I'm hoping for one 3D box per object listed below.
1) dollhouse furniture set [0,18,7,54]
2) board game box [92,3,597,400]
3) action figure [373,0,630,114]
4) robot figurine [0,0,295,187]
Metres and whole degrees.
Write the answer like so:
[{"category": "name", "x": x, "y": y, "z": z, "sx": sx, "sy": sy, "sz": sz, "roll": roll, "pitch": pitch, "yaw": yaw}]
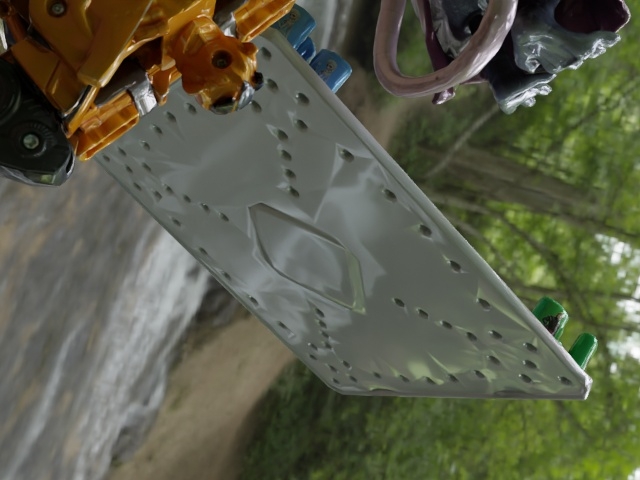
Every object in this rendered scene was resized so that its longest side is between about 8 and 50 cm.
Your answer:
[{"category": "dollhouse furniture set", "x": -0.281, "y": -0.150, "z": 0.578, "sx": 0.151, "sy": 0.123, "sz": 0.144, "roll": -66, "pitch": 153, "yaw": -49}, {"category": "board game box", "x": 0.000, "y": 0.000, "z": 0.842, "sx": 0.050, "sy": 0.390, "sz": 0.390, "roll": -53, "pitch": -161, "yaw": -26}, {"category": "action figure", "x": 0.082, "y": -0.277, "z": 0.702, "sx": 0.248, "sy": 0.276, "sz": 0.370, "roll": -23, "pitch": -94, "yaw": 50}, {"category": "robot figurine", "x": -0.122, "y": -0.157, "z": 0.345, "sx": 0.211, "sy": 0.291, "sz": 0.085, "roll": -39, "pitch": 178, "yaw": -16}]
